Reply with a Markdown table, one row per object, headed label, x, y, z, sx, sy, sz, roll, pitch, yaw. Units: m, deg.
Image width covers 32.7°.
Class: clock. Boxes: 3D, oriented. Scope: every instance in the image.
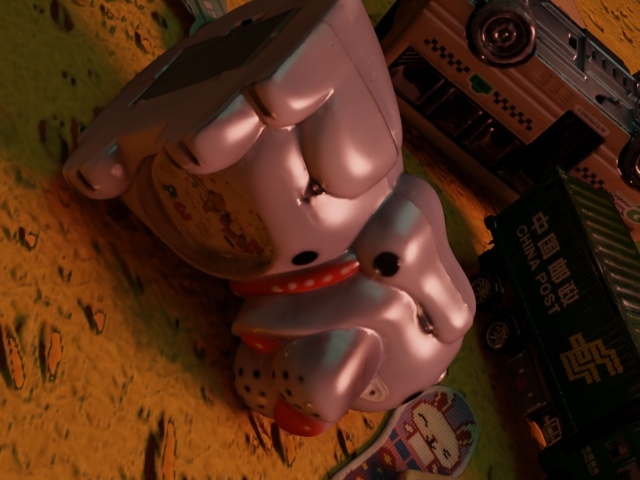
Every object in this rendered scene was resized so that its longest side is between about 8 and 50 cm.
| label | x | y | z | sx | sy | sz | roll | pitch | yaw |
| --- | --- | --- | --- | --- | --- | --- | --- | --- | --- |
| clock | -0.003 | -0.001 | 0.632 | 0.254 | 0.188 | 0.189 | 59 | 31 | -22 |

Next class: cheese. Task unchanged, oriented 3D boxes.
| label | x | y | z | sx | sy | sz | roll | pitch | yaw |
| --- | --- | --- | --- | --- | --- | --- | --- | --- | --- |
| cheese | -0.070 | -0.138 | 0.763 | 0.067 | 0.026 | 0.121 | 2 | 60 | -51 |

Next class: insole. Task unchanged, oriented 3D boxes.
| label | x | y | z | sx | sy | sz | roll | pitch | yaw |
| --- | --- | --- | --- | --- | --- | --- | --- | --- | --- |
| insole | 0.057 | 0.140 | 0.704 | 0.065 | 0.004 | 0.197 | 59 | 34 | 5 |

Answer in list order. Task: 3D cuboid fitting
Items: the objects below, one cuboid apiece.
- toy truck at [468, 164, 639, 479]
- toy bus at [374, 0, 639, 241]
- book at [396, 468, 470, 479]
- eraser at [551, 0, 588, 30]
| label | x | y | z | sx | sy | sz | roll | pitch | yaw |
| --- | --- | --- | --- | --- | --- | --- | --- | --- | --- |
| toy truck | 0.196 | 0.088 | 0.806 | 0.088 | 0.121 | 0.259 | 17 | 45 | -41 |
| toy bus | 0.178 | -0.113 | 0.916 | 0.289 | 0.157 | 0.139 | 36 | 36 | -13 |
| book | 0.149 | 0.290 | 0.594 | 0.228 | 0.018 | 0.323 | 14 | 48 | -12 |
| eraser | 0.223 | -0.207 | 1.124 | 0.171 | 0.087 | 0.291 | 6 | 58 | -50 |
